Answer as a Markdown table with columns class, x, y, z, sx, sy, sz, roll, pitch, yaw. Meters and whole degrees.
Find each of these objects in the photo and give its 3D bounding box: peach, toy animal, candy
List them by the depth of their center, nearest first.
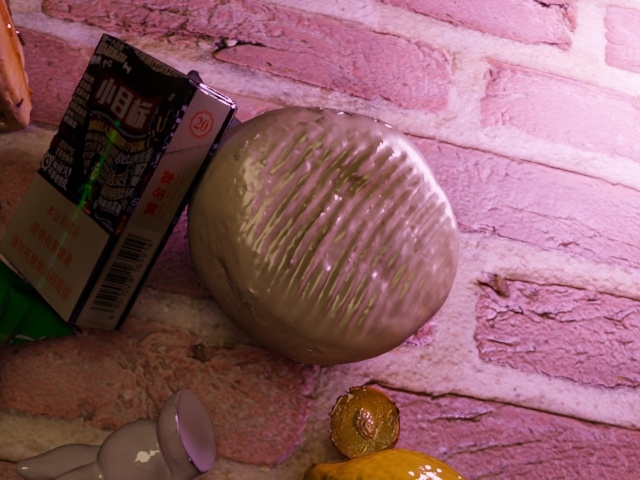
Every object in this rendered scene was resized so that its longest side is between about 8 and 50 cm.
| class | x | y | z | sx | sy | sz | roll | pitch | yaw |
| --- | --- | --- | --- | --- | --- | --- | --- | --- | --- |
| toy animal | -0.233 | 0.269 | 0.894 | 0.221 | 0.130 | 0.103 | -23 | 40 | 5 |
| candy | -0.382 | 0.072 | 0.911 | 0.078 | 0.203 | 0.141 | -42 | 81 | 10 |
| peach | 0.057 | 0.237 | 0.977 | 0.098 | 0.061 | 0.098 | -7 | 56 | 10 |

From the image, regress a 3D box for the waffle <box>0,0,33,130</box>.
| class | x | y | z | sx | sy | sz | roll | pitch | yaw |
| --- | --- | --- | --- | --- | --- | --- | --- | --- | --- |
| waffle | -0.519 | -0.275 | 0.940 | 0.261 | 0.376 | 0.114 | -1 | 65 | -9 |

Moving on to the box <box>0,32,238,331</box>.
| class | x | y | z | sx | sy | sz | roll | pitch | yaw |
| --- | --- | --- | --- | --- | --- | --- | --- | --- | --- |
| box | -0.249 | -0.071 | 0.922 | 0.198 | 0.084 | 0.310 | 34 | 98 | 38 |

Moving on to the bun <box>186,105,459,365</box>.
| class | x | y | z | sx | sy | sz | roll | pitch | yaw |
| --- | --- | --- | --- | --- | --- | --- | --- | --- | --- |
| bun | 0.000 | 0.000 | 0.994 | 0.362 | 0.234 | 0.326 | 15 | 68 | -22 |

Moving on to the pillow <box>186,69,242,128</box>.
| class | x | y | z | sx | sy | sz | roll | pitch | yaw |
| --- | --- | --- | --- | --- | --- | --- | --- | --- | --- |
| pillow | -0.220 | -0.119 | 1.072 | 0.250 | 0.106 | 0.186 | -36 | 70 | -19 |

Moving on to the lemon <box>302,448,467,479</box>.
| class | x | y | z | sx | sy | sz | roll | pitch | yaw |
| --- | --- | --- | --- | --- | --- | --- | --- | --- | --- |
| lemon | 0.087 | 0.355 | 0.823 | 0.267 | 0.267 | 0.267 | 4 | 64 | -9 |
